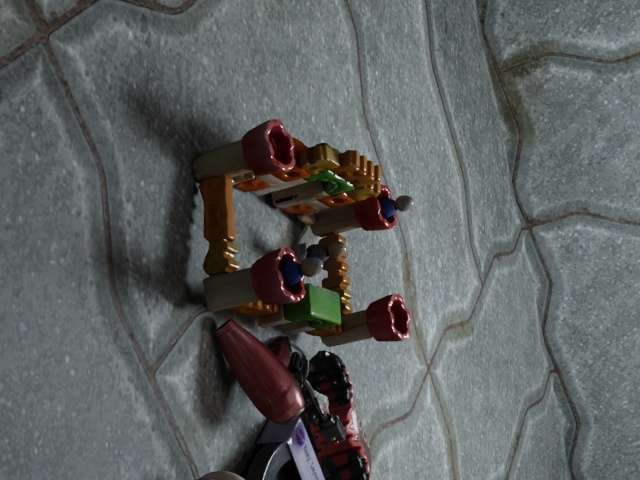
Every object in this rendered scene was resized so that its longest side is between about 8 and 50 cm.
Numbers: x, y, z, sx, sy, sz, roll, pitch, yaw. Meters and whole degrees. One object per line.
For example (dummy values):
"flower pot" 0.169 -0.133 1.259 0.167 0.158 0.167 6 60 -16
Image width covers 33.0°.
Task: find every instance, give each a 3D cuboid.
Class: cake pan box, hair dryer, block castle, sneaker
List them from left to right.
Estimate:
"hair dryer" -0.083 0.221 1.799 0.293 0.080 0.223 46 8 -46
"cake pan box" -0.064 0.462 1.797 0.245 0.070 0.266 -57 134 -55
"block castle" 0.000 0.000 1.810 0.453 0.213 0.302 25 55 -56
"sneaker" 0.030 0.341 1.986 0.135 0.098 0.276 56 20 -76

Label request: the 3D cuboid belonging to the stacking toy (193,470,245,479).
"stacking toy" -0.218 0.405 1.441 0.330 0.141 0.141 0 84 -59
